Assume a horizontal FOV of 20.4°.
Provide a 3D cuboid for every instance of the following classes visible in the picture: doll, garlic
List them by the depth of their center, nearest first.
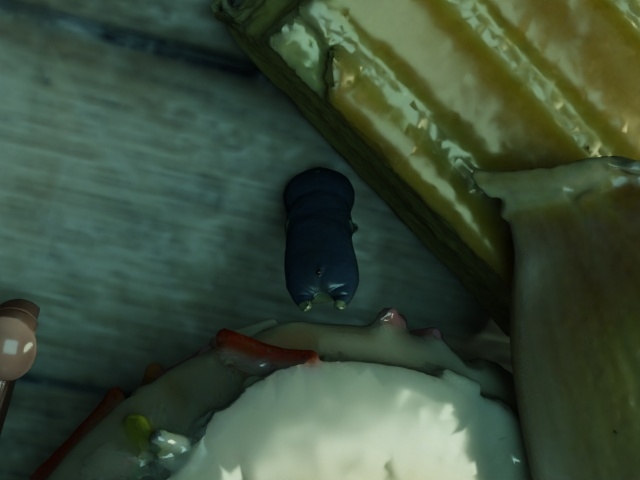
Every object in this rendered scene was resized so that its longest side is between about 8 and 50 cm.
[{"bbox_3d":[0.164,0.094,0.805,0.128,0.149,0.266,19,68,-57],"label":"garlic"},{"bbox_3d":[0.000,0.000,0.861,0.037,0.125,0.027,-2,121,1],"label":"doll"}]

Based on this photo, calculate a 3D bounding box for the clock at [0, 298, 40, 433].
[{"bbox_3d":[-0.223,0.075,0.813,0.162,0.093,0.165,17,95,-9],"label":"clock"}]

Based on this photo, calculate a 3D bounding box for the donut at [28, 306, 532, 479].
[{"bbox_3d":[-0.007,0.222,0.833,0.383,0.142,0.382,2,86,-30],"label":"donut"}]

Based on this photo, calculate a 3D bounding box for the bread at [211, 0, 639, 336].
[{"bbox_3d":[0.112,-0.108,0.888,0.246,0.111,0.239,44,80,-17],"label":"bread"}]
